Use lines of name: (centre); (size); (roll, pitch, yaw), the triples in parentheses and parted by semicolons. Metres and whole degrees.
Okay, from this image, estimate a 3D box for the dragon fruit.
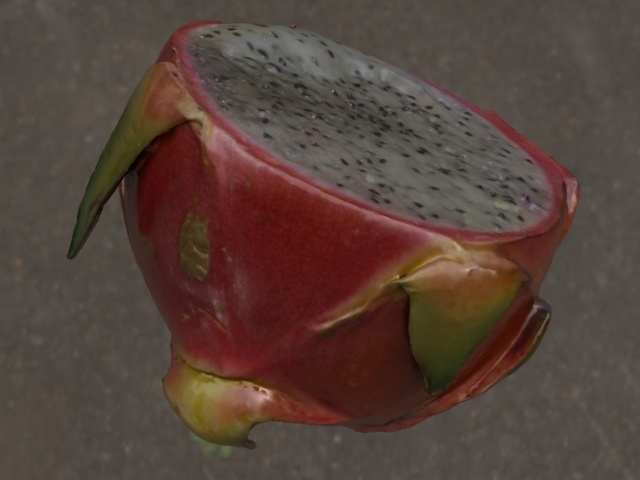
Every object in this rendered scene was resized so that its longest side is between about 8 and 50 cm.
dragon fruit: (0.000, 0.000, 1.040); (0.290, 0.189, 0.290); (20, 27, -11)
